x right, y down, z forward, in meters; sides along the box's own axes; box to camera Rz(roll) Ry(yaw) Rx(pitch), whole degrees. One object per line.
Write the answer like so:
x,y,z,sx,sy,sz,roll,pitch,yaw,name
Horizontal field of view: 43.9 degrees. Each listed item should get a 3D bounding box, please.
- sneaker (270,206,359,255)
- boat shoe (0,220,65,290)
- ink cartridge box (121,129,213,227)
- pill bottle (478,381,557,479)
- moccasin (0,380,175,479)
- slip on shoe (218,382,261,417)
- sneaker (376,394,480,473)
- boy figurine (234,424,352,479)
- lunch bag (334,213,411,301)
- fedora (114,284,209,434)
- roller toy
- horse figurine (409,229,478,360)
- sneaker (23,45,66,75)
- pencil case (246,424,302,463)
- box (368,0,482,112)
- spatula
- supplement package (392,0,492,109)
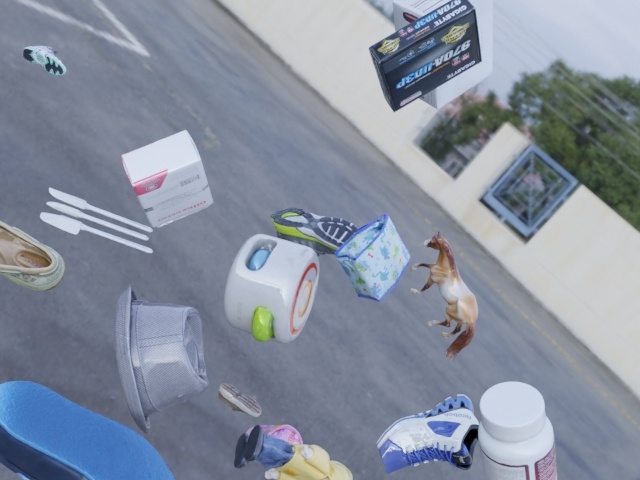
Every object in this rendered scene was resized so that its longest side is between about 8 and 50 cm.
0.000,0.000,2.212,0.299,0.121,0.111,21,46,30,sneaker
-0.559,-0.004,1.302,0.285,0.105,0.089,18,-20,-6,boat shoe
-0.339,-0.133,1.782,0.218,0.158,0.092,88,-23,-65,ink cartridge box
0.323,0.346,1.302,0.121,0.121,0.221,-115,-171,-58,pill bottle
-0.342,0.305,1.118,0.342,0.116,0.138,49,32,-27,moccasin
-0.204,0.408,1.984,0.135,0.041,0.051,28,18,26,slip on shoe
0.323,0.568,2.211,0.182,0.315,0.128,52,-12,56,sneaker
-0.054,0.508,1.776,0.285,0.177,0.092,32,43,-24,boy figurine
0.123,0.035,1.732,0.096,0.151,0.129,12,-41,53,lunch bag
-0.253,0.190,1.311,0.275,0.124,0.244,92,-11,-64,fedora
-0.097,0.090,1.524,0.146,0.191,0.209,16,0,15,roller toy
0.276,0.123,1.736,0.066,0.174,0.263,-16,77,-34,horse figurine
-0.561,-0.381,1.655,0.098,0.038,0.069,31,29,1,sneaker
-0.143,0.603,2.336,0.124,0.124,0.284,38,-23,-7,pencil case
0.218,-0.380,1.625,0.051,0.220,0.175,60,0,30,box
-0.476,-0.036,1.708,0.241,0.019,0.168,23,16,-21,spatula
0.310,-0.504,1.985,0.145,0.204,0.262,40,-25,38,supplement package
